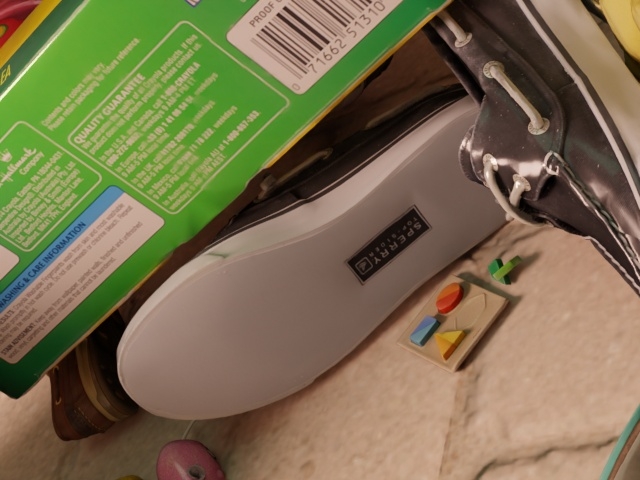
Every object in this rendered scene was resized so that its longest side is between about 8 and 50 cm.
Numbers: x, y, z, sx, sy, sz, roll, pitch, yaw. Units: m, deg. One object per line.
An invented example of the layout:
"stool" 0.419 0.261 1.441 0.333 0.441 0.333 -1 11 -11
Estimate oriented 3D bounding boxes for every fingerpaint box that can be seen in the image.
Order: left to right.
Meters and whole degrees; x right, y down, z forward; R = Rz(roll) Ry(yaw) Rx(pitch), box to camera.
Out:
"fingerpaint box" -0.114 -0.169 0.967 0.445 0.163 0.371 -40 27 29

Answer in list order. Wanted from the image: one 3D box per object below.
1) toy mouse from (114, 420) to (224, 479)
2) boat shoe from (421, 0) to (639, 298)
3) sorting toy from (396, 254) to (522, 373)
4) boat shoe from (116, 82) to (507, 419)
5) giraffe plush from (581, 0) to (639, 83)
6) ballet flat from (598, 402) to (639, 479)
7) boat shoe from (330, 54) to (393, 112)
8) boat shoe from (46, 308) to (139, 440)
"toy mouse" -0.104 0.175 0.878 0.143 0.031 0.161 9 59 51
"boat shoe" 0.128 -0.052 0.762 0.102 0.108 0.301 -26 56 5
"sorting toy" 0.086 0.038 0.848 0.083 0.012 0.062 -51 33 -11
"boat shoe" -0.002 -0.003 0.900 0.306 0.113 0.105 -39 27 1
"giraffe plush" 0.246 -0.126 0.734 0.170 0.181 0.210 -27 52 3
"ballet flat" 0.135 0.158 0.630 0.068 0.072 0.213 29 74 27
"boat shoe" -0.028 -0.141 1.121 0.076 0.080 0.228 -34 18 -32
"boat shoe" -0.183 0.079 1.040 0.060 0.064 0.178 -35 36 9
